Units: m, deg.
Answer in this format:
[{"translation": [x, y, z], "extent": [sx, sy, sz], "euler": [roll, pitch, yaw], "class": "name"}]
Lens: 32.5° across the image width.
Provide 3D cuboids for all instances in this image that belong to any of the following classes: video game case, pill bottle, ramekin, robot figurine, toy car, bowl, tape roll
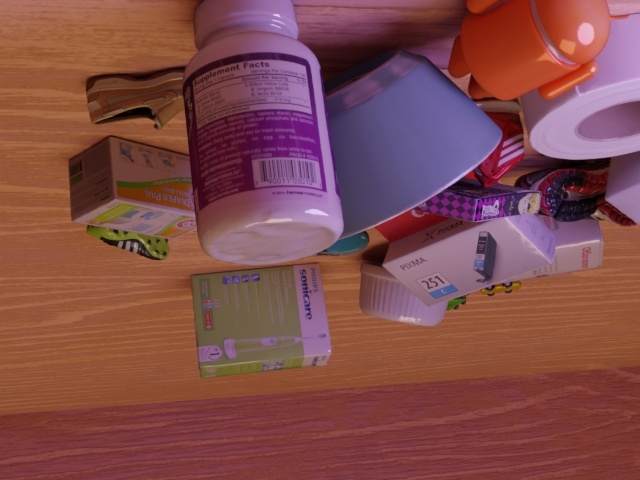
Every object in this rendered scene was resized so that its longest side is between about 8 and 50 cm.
[{"translation": [0.200, -0.074, 1.742], "extent": [0.232, 0.041, 0.210], "euler": [13, -167, 36], "class": "video game case"}, {"translation": [-0.074, -0.136, 1.288], "extent": [0.169, 0.301, 0.169], "euler": [-7, 161, -2], "class": "pill bottle"}, {"translation": [0.180, 0.117, 2.361], "extent": [0.207, 0.109, 0.207], "euler": [10, -179, 0], "class": "ramekin"}, {"translation": [0.263, -0.253, 1.354], "extent": [0.219, 0.158, 0.128], "euler": [-24, 178, 41], "class": "robot figurine"}, {"translation": [0.336, 0.118, 2.648], "extent": [0.239, 0.053, 0.225], "euler": [1, 161, -23], "class": "toy car"}, {"translation": [0.064, -0.140, 1.446], "extent": [0.312, 0.163, 0.311], "euler": [-27, -166, 8], "class": "bowl"}, {"translation": [0.431, -0.216, 1.585], "extent": [0.286, 0.100, 0.286], "euler": [-7, 163, -2], "class": "tape roll"}]

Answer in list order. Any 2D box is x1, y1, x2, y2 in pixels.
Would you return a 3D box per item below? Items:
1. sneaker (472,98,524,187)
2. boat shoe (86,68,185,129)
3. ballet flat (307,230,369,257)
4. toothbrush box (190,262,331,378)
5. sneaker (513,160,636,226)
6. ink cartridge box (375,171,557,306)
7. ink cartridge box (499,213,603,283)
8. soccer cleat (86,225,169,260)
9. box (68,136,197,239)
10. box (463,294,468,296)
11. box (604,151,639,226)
[{"translation": [0.209, -0.145, 1.661], "extent": [0.221, 0.128, 0.087], "euler": [-7, 161, -7], "class": "sneaker"}, {"translation": [-0.214, -0.181, 1.464], "extent": [0.190, 0.072, 0.068], "euler": [-7, 162, -4], "class": "boat shoe"}, {"translation": [0.000, 0.000, 2.152], "extent": [0.188, 0.070, 0.070], "euler": [-4, 162, -5], "class": "ballet flat"}, {"translation": [-0.131, 0.174, 2.376], "extent": [0.283, 0.206, 0.122], "euler": [-6, 162, -6], "class": "toothbrush box"}, {"translation": [0.487, -0.094, 1.997], "extent": [0.299, 0.120, 0.112], "euler": [3, -172, -33], "class": "sneaker"}, {"translation": [0.223, -0.017, 1.948], "extent": [0.261, 0.066, 0.296], "euler": [42, 137, -23], "class": "ink cartridge box"}, {"translation": [0.415, 0.001, 2.214], "extent": [0.283, 0.117, 0.207], "euler": [-10, 162, 10], "class": "ink cartridge box"}, {"translation": [-0.345, -0.006, 1.986], "extent": [0.072, 0.060, 0.179], "euler": [-8, 158, 33], "class": "soccer cleat"}, {"translation": [-0.274, -0.077, 1.709], "extent": [0.114, 0.103, 0.203], "euler": [-22, 157, 39], "class": "box"}, {"translation": [0.228, 0.032, 2.195], "extent": [0.021, 0.164, 0.201], "euler": [-45, 159, -2], "class": "box"}, {"translation": [0.649, -0.133, 1.700], "extent": [0.215, 0.168, 0.345], "euler": [32, 145, -21], "class": "box"}]
